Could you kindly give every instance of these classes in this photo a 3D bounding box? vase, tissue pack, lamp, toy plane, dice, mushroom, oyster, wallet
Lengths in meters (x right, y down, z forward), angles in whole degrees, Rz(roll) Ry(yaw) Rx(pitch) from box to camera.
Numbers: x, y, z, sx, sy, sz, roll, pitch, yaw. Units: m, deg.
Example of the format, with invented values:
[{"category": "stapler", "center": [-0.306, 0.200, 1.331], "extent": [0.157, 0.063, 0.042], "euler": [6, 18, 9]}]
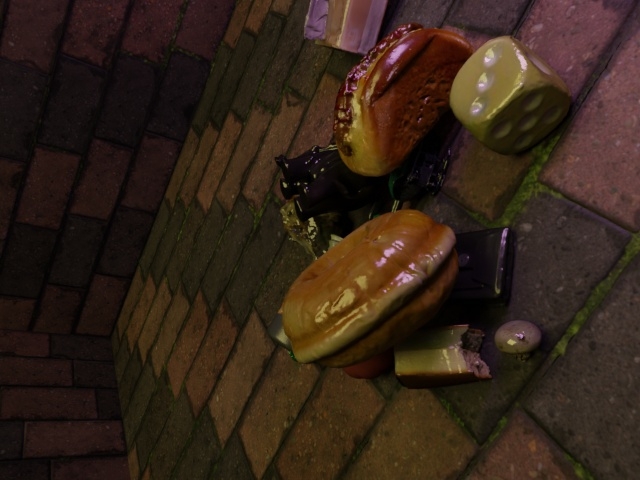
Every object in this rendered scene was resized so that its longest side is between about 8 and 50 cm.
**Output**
[{"category": "vase", "center": [0.002, 0.148, 1.316], "extent": [0.173, 0.173, 0.321], "euler": [24, 85, 55]}, {"category": "tissue pack", "center": [0.076, -0.746, 1.504], "extent": [0.238, 0.239, 0.305], "euler": [45, 124, 52]}, {"category": "lamp", "center": [0.103, 0.256, 1.226], "extent": [0.182, 0.140, 0.181], "euler": [-28, 53, 44]}, {"category": "toy plane", "center": [0.217, -0.144, 1.248], "extent": [0.155, 0.107, 0.381], "euler": [28, 102, 61]}, {"category": "dice", "center": [0.381, -0.292, 0.996], "extent": [0.169, 0.169, 0.166], "euler": [-47, 43, 35]}, {"category": "mushroom", "center": [0.378, 0.196, 0.928], "extent": [0.085, 0.085, 0.079], "euler": [-6, 108, 54]}, {"category": "oyster", "center": [-0.008, 0.002, 1.468], "extent": [0.198, 0.133, 0.336], "euler": [-20, 79, 17]}, {"category": "wallet", "center": [0.310, 0.061, 1.086], "extent": [0.245, 0.052, 0.168], "euler": [-10, 67, 56]}]

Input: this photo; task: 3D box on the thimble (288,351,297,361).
[{"category": "thimble", "center": [-0.038, 0.296, 1.455], "extent": [0.118, 0.090, 0.130], "euler": [-48, 44, 41]}]

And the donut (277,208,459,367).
[{"category": "donut", "center": [0.095, 0.097, 1.039], "extent": [0.449, 0.198, 0.449], "euler": [-39, 5, 4]}]

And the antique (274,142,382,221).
[{"category": "antique", "center": [0.029, -0.176, 1.359], "extent": [0.322, 0.255, 0.185], "euler": [-129, 22, -51]}]

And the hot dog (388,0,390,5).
[{"category": "hot dog", "center": [0.209, -0.798, 1.544], "extent": [0.044, 0.028, 0.136], "euler": [1, 81, 29]}]

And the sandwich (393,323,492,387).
[{"category": "sandwich", "center": [0.261, 0.254, 1.040], "extent": [0.186, 0.220, 0.108], "euler": [-8, 65, 15]}]

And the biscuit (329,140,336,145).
[{"category": "biscuit", "center": [0.067, -0.281, 1.566], "extent": [0.175, 0.026, 0.124], "euler": [-14, 66, 52]}]

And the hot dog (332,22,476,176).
[{"category": "hot dog", "center": [0.177, -0.354, 1.147], "extent": [0.405, 0.223, 0.185], "euler": [-49, 34, -9]}]
